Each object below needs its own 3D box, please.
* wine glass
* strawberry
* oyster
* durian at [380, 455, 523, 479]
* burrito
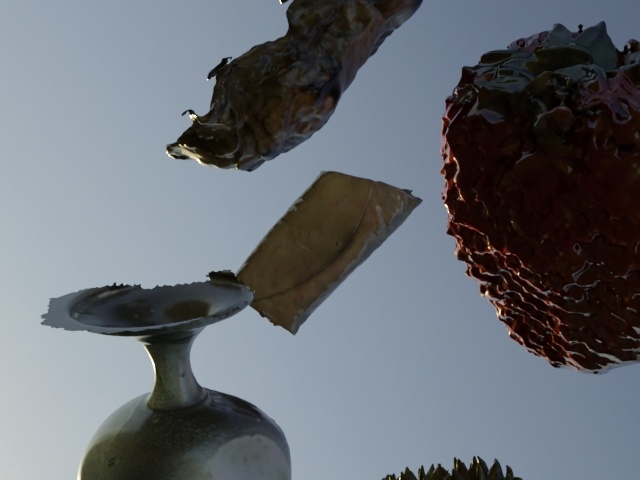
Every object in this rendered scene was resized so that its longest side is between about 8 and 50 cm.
[{"bbox_3d":[-0.149,0.209,1.163,0.238,0.238,0.322,7,-72,48],"label":"wine glass"},{"bbox_3d":[0.254,-0.020,1.104,0.312,0.267,0.351,-122,-152,-56],"label":"strawberry"},{"bbox_3d":[-0.032,-0.195,1.235,0.133,0.337,0.198,52,-22,-23],"label":"oyster"},{"bbox_3d":[0.157,0.371,1.225,0.394,0.163,0.198,-124,-139,-57],"label":"durian"},{"bbox_3d":[0.003,0.002,1.683,0.143,0.299,0.105,42,-5,16],"label":"burrito"}]
